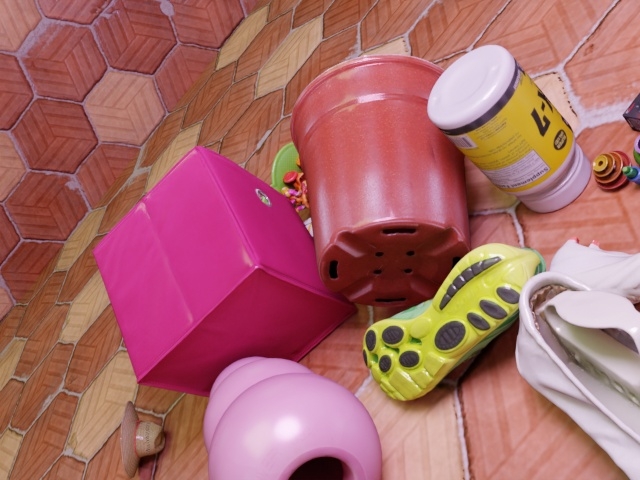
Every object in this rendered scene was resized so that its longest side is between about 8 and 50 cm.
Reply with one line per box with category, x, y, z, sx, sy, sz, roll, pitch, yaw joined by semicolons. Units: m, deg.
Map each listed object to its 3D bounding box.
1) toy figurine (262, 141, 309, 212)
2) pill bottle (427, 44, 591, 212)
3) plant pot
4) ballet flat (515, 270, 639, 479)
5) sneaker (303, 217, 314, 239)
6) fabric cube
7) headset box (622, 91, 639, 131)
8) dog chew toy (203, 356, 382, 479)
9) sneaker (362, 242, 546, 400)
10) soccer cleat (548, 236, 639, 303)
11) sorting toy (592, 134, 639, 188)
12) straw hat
toy figurine;-0.002;-0.103;1.250;0.159;0.130;0.173;4;47;45
pill bottle;0.240;-0.131;0.859;0.119;0.208;0.119;-34;35;29
plant pot;0.092;-0.068;0.969;0.272;0.272;0.265;-30;45;33
ballet flat;0.291;0.134;0.565;0.139;0.139;0.400;-52;29;1
sneaker;0.000;0.000;1.185;0.185;0.069;0.084;-44;26;15
fabric cube;-0.150;0.061;1.072;0.259;0.254;0.258;-43;52;14
headset box;0.416;-0.158;0.822;0.062;0.032;0.083;-52;29;0
dog chew toy;-0.057;0.247;0.892;0.207;0.206;0.332;-55;22;-4
sneaker;0.162;0.106;0.838;0.295;0.123;0.109;-44;65;41
soccer cleat;0.318;0.044;0.718;0.076;0.068;0.196;-63;24;-8
sorting toy;0.361;-0.095;0.807;0.102;0.042;0.061;-39;47;41
straw hat;-0.312;0.356;1.239;0.061;0.145;0.144;-6;38;-3
